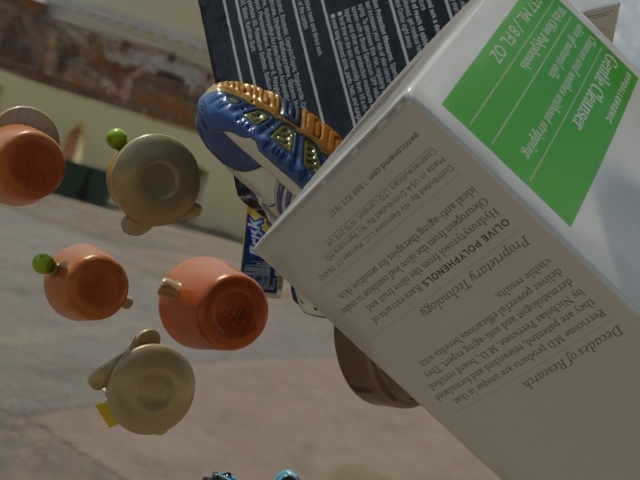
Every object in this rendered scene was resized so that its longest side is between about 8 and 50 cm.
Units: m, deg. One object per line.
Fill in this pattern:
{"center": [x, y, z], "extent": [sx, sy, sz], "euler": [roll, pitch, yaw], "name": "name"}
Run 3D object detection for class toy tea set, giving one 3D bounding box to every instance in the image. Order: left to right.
{"center": [-0.190, 0.011, 0.995], "extent": [0.200, 0.336, 0.124], "euler": [-33, 18, -23], "name": "toy tea set"}

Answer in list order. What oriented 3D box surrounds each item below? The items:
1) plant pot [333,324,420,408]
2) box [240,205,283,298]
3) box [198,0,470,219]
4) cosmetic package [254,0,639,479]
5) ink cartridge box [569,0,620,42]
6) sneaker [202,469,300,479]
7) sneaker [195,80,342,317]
{"center": [0.183, 0.115, 1.449], "extent": [0.229, 0.262, 0.263], "euler": [2, -9, 40], "name": "plant pot"}
{"center": [-0.072, -0.010, 1.377], "extent": [0.054, 0.168, 0.059], "euler": [5, -10, 4], "name": "box"}
{"center": [0.062, -0.185, 0.969], "extent": [0.294, 0.296, 0.183], "euler": [-18, -20, 14], "name": "box"}
{"center": [0.170, 0.042, 0.596], "extent": [0.365, 0.155, 0.197], "euler": [41, 43, -6], "name": "cosmetic package"}
{"center": [0.394, -0.320, 1.630], "extent": [0.072, 0.175, 0.127], "euler": [-16, 46, -14], "name": "ink cartridge box"}
{"center": [-0.189, 0.422, 1.604], "extent": [0.341, 0.139, 0.125], "euler": [1, 0, -9], "name": "sneaker"}
{"center": [0.000, 0.000, 0.839], "extent": [0.296, 0.131, 0.112], "euler": [40, 28, -17], "name": "sneaker"}
